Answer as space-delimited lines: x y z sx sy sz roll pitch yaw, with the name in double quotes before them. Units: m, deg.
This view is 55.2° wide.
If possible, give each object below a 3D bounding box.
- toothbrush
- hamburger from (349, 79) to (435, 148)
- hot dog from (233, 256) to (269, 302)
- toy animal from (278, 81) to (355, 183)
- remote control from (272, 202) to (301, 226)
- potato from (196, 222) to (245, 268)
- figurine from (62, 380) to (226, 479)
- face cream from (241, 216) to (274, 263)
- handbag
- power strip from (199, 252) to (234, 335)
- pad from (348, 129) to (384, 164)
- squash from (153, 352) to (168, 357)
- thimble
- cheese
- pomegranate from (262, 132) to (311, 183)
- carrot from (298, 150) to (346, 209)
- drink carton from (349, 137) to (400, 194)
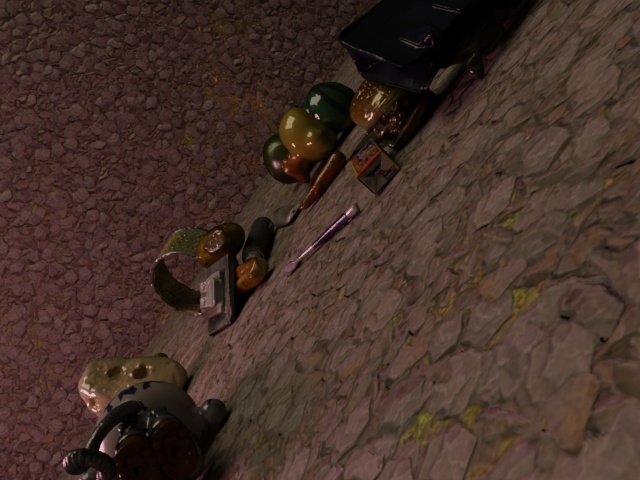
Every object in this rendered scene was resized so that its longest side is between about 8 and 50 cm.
"toothbrush" 0.000 0.000 1.266 0.026 0.024 0.288 -46 3 -42
"hamburger" 0.147 -0.277 1.200 0.185 0.131 0.159 -47 17 18
"hot dog" -0.212 0.113 1.670 0.289 0.068 0.083 -31 53 56
"toy animal" -0.023 -0.355 1.922 0.338 0.191 0.216 -54 11 2
"remote control" -0.110 -0.082 1.863 0.073 0.044 0.229 -54 11 -10
"potato" -0.295 0.013 1.803 0.149 0.113 0.251 -34 -9 -22
"figurine" -0.277 0.339 1.028 0.382 0.261 0.186 164 96 -70
"face cream" -0.188 0.008 1.845 0.073 0.073 0.283 -51 12 18
"handbag" 0.224 -0.395 1.088 0.326 0.118 0.269 -43 39 -4
"power strip" -0.299 0.151 1.690 0.213 0.065 0.198 -34 57 57
"pad" 0.150 -0.264 1.416 0.174 0.022 0.233 -58 13 -16
"squash" -0.589 0.477 2.131 0.066 0.066 0.229 -47 15 31
"thimble" -0.417 0.103 2.020 0.271 0.271 0.150 -47 15 30
"cheese" -0.483 0.394 1.611 0.248 0.251 0.173 -34 18 16
"pomegranate" -0.089 -0.301 2.130 0.225 0.187 0.187 -29 15 4
"carrot" 0.005 -0.155 1.633 0.191 0.047 0.047 -56 11 12
"drink carton" 0.104 -0.146 1.191 0.071 0.056 0.165 -44 14 12
